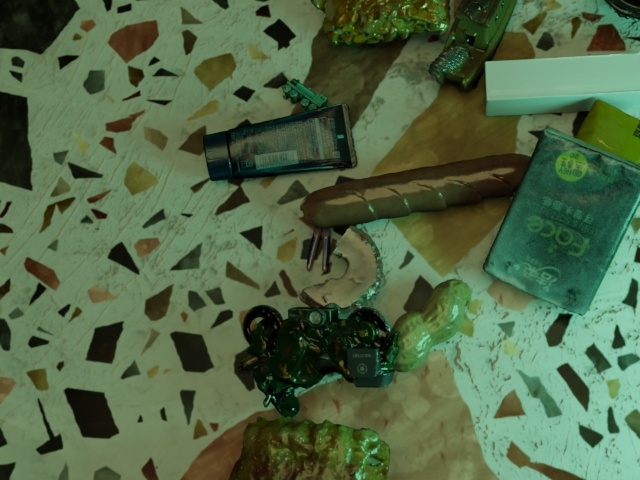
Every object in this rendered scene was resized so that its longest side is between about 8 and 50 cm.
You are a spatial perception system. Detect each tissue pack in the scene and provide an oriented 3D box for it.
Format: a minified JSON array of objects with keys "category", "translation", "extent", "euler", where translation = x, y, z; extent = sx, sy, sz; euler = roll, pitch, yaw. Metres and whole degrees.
[{"category":"tissue pack","translation":[0.480,-0.139,1.548],"extent":[0.120,0.082,0.169],"euler":[30,81,13]},{"category":"tissue pack","translation":[0.398,-0.032,1.480],"extent":[0.185,0.081,0.257],"euler":[25,109,15]}]

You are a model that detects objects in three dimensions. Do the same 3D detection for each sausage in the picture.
[{"category":"sausage","translation":[-0.057,0.175,1.569],"extent":[0.198,0.028,0.025],"euler":[-28,97,0]},{"category":"sausage","translation":[0.179,-0.088,1.577],"extent":[0.433,0.088,0.088],"euler":[-9,74,5]}]

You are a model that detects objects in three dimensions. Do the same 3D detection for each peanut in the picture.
[{"category":"peanut","translation":[0.180,0.141,1.519],"extent":[0.187,0.082,0.082],"euler":[-41,73,-4]}]

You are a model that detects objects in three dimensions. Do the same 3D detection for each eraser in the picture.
[{"category":"eraser","translation":[0.438,-0.272,1.592],"extent":[0.298,0.078,0.076],"euler":[-2,75,8]}]

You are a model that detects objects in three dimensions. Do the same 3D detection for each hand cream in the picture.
[{"category":"hand cream","translation":[-0.074,-0.171,1.650],"extent":[0.270,0.061,0.120],"euler":[-9,85,3]}]

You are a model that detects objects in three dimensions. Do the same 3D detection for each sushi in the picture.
[{"category":"sushi","translation":[-0.026,0.353,1.440],"extent":[0.274,0.184,0.139],"euler":[5,71,14]}]

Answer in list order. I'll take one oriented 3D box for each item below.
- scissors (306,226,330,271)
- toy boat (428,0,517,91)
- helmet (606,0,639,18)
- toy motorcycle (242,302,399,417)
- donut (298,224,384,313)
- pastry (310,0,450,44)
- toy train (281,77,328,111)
[{"category":"scissors","translation":[0.000,0.000,1.616],"extent":[0.039,0.012,0.113],"euler":[5,76,9]},{"category":"toy boat","translation":[0.294,-0.416,1.632],"extent":[0.089,0.121,0.321],"euler":[24,80,19]},{"category":"helmet","translation":[0.574,-0.482,1.569],"extent":[0.189,0.193,0.216],"euler":[33,93,11]},{"category":"toy motorcycle","translation":[-0.002,0.196,1.478],"extent":[0.274,0.125,0.187],"euler":[-2,92,23]},{"category":"donut","translation":[0.051,0.064,1.560],"extent":[0.117,0.065,0.166],"euler":[32,77,13]},{"category":"pastry","translation":[0.114,-0.435,1.662],"extent":[0.250,0.102,0.154],"euler":[-1,73,18]},{"category":"toy train","translation":[-0.031,-0.267,1.686],"extent":[0.092,0.029,0.045],"euler":[39,76,17]}]
